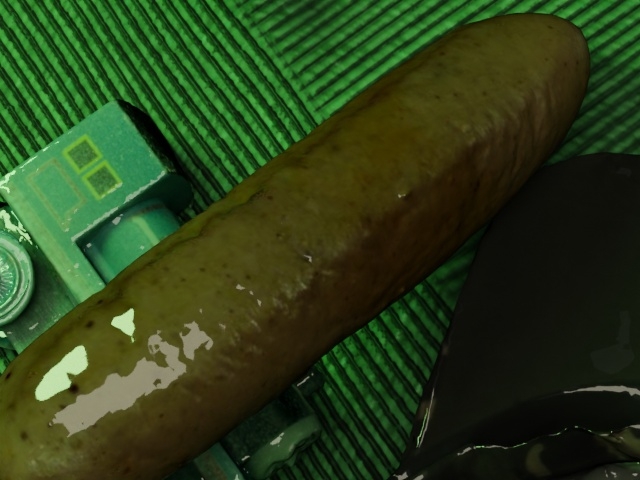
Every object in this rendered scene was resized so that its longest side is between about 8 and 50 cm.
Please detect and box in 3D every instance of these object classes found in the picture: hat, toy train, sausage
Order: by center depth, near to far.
[{"bbox_3d":[0.001,-0.001,1.058,0.501,0.136,0.123,-39,90,-19],"label":"sausage"},{"bbox_3d":[0.220,0.138,1.078,0.366,0.257,0.382,8,43,26],"label":"hat"},{"bbox_3d":[-0.128,0.062,1.145,0.194,0.120,0.298,-36,76,-5],"label":"toy train"}]
